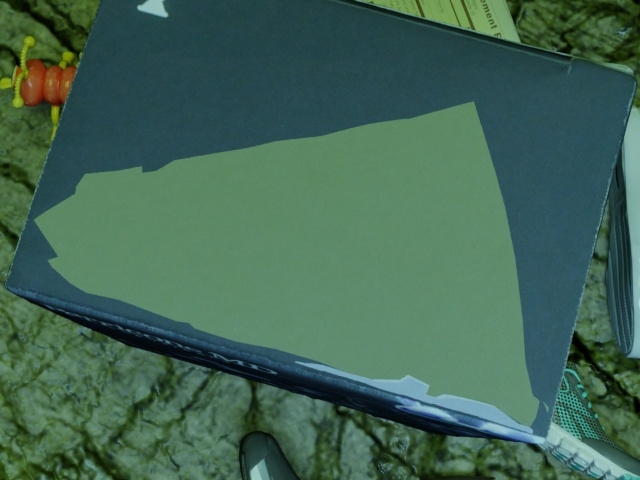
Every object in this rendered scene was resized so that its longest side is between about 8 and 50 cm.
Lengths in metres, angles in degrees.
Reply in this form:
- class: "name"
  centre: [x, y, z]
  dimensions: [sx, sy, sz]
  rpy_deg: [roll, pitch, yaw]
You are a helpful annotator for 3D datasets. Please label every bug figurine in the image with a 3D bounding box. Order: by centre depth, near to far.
- class: "bug figurine"
  centre: [-0.172, -0.225, 0.922]
  dimensions: [0.216, 0.072, 0.278]
  rpy_deg: [3, 80, -1]

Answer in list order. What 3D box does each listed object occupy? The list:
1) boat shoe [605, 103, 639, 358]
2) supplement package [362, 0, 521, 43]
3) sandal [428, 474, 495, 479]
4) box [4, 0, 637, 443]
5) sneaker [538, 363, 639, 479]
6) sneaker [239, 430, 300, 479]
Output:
- class: "boat shoe"
  centre: [0.293, -0.011, 0.890]
  dimensions: [0.076, 0.083, 0.226]
  rpy_deg: [1, 79, 0]
- class: "supplement package"
  centre: [0.071, -0.157, 0.899]
  dimensions: [0.179, 0.105, 0.105]
  rpy_deg: [-19, 81, -5]
- class: "sandal"
  centre: [0.199, 0.254, 0.859]
  dimensions: [0.240, 0.088, 0.079]
  rpy_deg: [6, 111, 6]
- class: "box"
  centre: [0.000, 0.000, 0.723]
  dimensions: [0.294, 0.395, 0.211]
  rpy_deg: [16, 80, 2]
- class: "sneaker"
  centre: [0.207, 0.142, 0.874]
  dimensions: [0.167, 0.065, 0.076]
  rpy_deg: [33, 77, 3]
- class: "sneaker"
  centre: [0.021, 0.250, 0.845]
  dimensions: [0.132, 0.086, 0.228]
  rpy_deg: [-18, 91, -9]
